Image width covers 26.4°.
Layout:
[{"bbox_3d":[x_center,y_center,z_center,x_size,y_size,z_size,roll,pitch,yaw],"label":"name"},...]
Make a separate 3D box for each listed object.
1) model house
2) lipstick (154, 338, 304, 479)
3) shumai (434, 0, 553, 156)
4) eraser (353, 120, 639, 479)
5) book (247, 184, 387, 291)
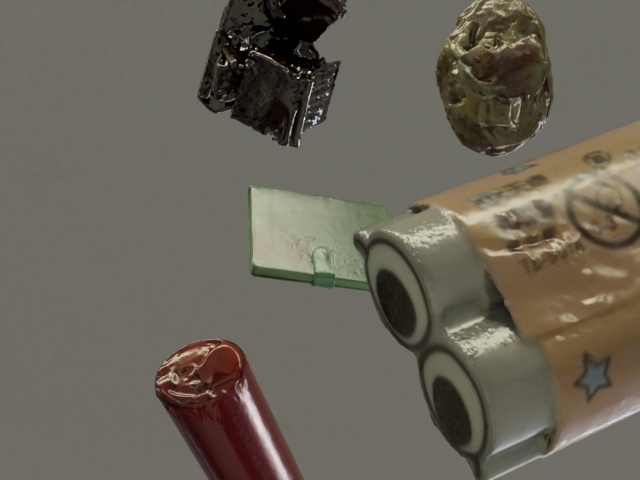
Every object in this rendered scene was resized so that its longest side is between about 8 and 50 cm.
[{"bbox_3d":[-0.046,-0.209,1.455,0.141,0.164,0.203,11,-74,-9],"label":"model house"},{"bbox_3d":[-0.053,0.184,1.088,0.073,0.073,0.279,-8,-43,14],"label":"lipstick"},{"bbox_3d":[0.220,-0.210,1.756,0.161,0.153,0.209,12,-79,12],"label":"shumai"},{"bbox_3d":[0.184,0.012,0.836,0.290,0.171,0.087,-21,-19,-23],"label":"eraser"},{"bbox_3d":[0.000,0.000,1.260,0.135,0.103,0.017,8,-39,-15],"label":"book"}]
